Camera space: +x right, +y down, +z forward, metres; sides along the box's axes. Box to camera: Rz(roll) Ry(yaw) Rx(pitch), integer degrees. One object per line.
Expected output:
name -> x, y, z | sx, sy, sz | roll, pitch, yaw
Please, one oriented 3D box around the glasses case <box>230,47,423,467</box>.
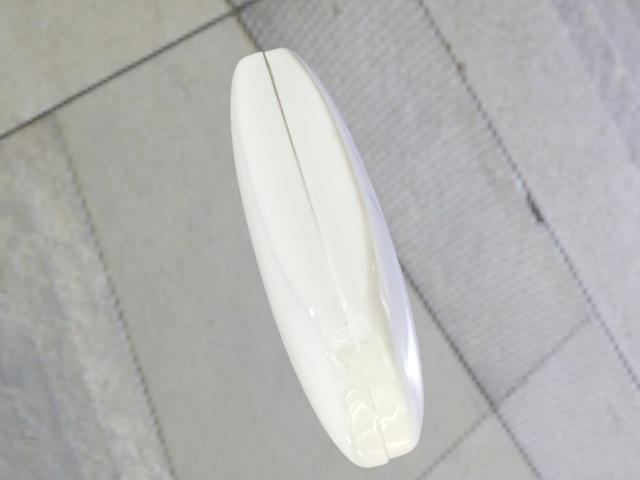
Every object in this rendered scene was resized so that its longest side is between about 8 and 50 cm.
glasses case -> 0.000, 0.000, 0.722 | 0.233, 0.059, 0.092 | -106, -178, -52
